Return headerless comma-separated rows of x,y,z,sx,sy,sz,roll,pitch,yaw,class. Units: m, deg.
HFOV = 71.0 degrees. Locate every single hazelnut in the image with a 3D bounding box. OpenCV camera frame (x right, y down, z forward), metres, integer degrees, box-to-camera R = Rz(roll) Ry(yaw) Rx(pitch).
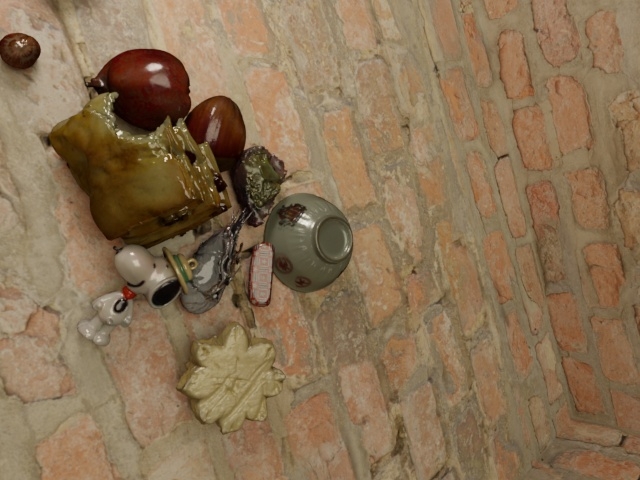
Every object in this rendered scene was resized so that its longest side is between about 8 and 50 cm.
-0.687,-0.434,1.023,0.086,0.086,0.086,3,84,-36,hazelnut
-0.292,-0.291,1.231,0.181,0.212,0.181,-20,85,-5,hazelnut

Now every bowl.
0.000,0.000,1.442,0.337,0.157,0.337,4,83,-36,bowl

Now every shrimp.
-0.277,0.049,1.261,0.145,0.116,0.343,35,74,-30,shrimp

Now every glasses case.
-0.181,0.103,1.363,0.073,0.049,0.194,6,86,-14,glasses case

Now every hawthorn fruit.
-0.449,-0.379,1.114,0.248,0.208,0.208,-2,87,-34,hawthorn fruit

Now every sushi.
-0.201,-0.173,1.344,0.161,0.107,0.241,34,68,-25,sushi

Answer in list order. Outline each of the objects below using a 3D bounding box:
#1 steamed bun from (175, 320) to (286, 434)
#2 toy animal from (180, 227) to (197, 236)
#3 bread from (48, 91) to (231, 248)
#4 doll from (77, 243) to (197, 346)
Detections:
-0.256,0.367,1.242,0.295,0.137,0.292,-6,94,-28,steamed bun
-0.406,-0.128,1.211,0.217,0.073,0.176,34,83,-24,toy animal
-0.425,-0.162,1.054,0.314,0.191,0.370,-25,107,10,bread
-0.447,0.136,1.109,0.208,0.144,0.271,24,92,-30,doll
